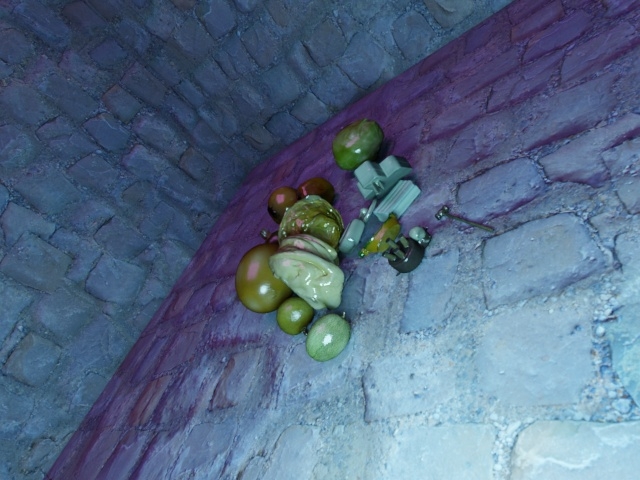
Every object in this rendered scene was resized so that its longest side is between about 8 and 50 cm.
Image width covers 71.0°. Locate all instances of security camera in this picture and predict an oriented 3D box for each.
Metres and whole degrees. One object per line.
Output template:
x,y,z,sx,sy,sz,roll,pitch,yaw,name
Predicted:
0.167,-0.076,1.986,0.301,0.080,0.157,-61,-3,-31,security camera

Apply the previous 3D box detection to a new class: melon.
0.030,0.326,1.541,0.192,0.139,0.139,-52,25,-9,melon

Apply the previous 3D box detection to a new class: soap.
0.333,-0.170,1.943,0.198,0.066,0.119,-49,24,-11,soap

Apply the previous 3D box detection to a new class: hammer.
0.505,-0.071,1.574,0.058,0.029,0.292,-48,26,-3,hammer

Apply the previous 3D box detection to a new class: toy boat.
0.242,-0.015,1.811,0.229,0.089,0.088,-51,39,-6,toy boat

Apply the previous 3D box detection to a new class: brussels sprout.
0.206,-0.531,2.520,0.329,0.247,0.327,-20,33,14,brussels sprout

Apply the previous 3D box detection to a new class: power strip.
0.274,-0.265,1.997,0.229,0.141,0.261,-41,-20,30,power strip

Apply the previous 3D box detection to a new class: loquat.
-0.194,-0.198,2.628,0.235,0.235,0.235,-35,26,20,loquat
-0.034,-0.255,2.505,0.235,0.175,0.187,-27,48,-12,loquat

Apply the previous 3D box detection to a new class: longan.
-0.094,0.307,1.784,0.145,0.176,0.154,-25,-28,-33,longan

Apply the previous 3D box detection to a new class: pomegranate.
-0.234,0.009,2.377,0.180,0.210,0.180,-45,9,9,pomegranate

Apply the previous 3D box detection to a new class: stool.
0.313,0.024,1.610,0.217,0.121,0.125,-52,23,-4,stool

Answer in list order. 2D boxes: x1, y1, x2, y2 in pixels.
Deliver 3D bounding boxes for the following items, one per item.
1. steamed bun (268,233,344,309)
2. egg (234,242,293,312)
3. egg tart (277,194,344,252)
-0.034,0.112,1.743,0.230,0.325,0.372,-48,1,-4,steamed bun
-0.247,0.170,2.048,0.283,0.282,0.351,-30,29,30,egg
-0.027,-0.025,1.964,0.341,0.341,0.129,-49,23,-9,egg tart
